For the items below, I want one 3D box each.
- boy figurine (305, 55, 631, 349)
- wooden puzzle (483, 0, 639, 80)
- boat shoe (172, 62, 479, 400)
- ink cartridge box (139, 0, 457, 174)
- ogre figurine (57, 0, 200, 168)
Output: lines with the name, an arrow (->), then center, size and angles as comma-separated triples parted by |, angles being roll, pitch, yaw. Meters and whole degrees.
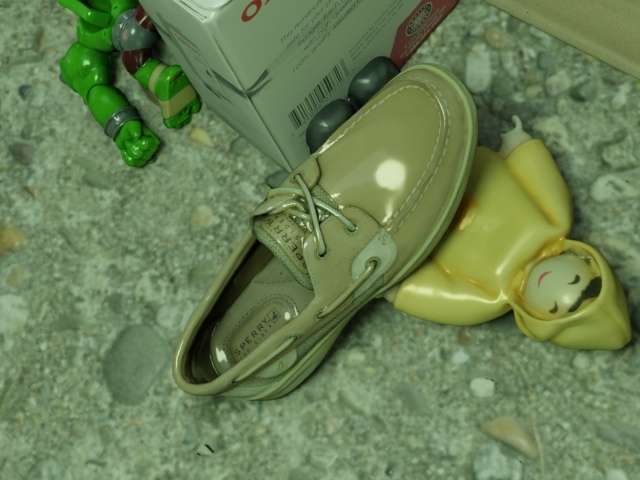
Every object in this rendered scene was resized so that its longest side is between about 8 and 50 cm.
boy figurine -> 0.111, -0.008, 1.317 | 0.177, 0.092, 0.285 | -42, 62, -5
wooden puzzle -> 0.291, -0.296, 1.330 | 0.322, 0.080, 0.348 | 31, 116, 23
boat shoe -> 0.000, 0.000, 1.272 | 0.109, 0.098, 0.302 | 48, 112, 23
ink cartridge box -> -0.018, -0.201, 1.314 | 0.117, 0.283, 0.207 | 39, 82, 23
ogre figurine -> -0.146, -0.173, 1.431 | 0.118, 0.097, 0.197 | 31, 123, 26
